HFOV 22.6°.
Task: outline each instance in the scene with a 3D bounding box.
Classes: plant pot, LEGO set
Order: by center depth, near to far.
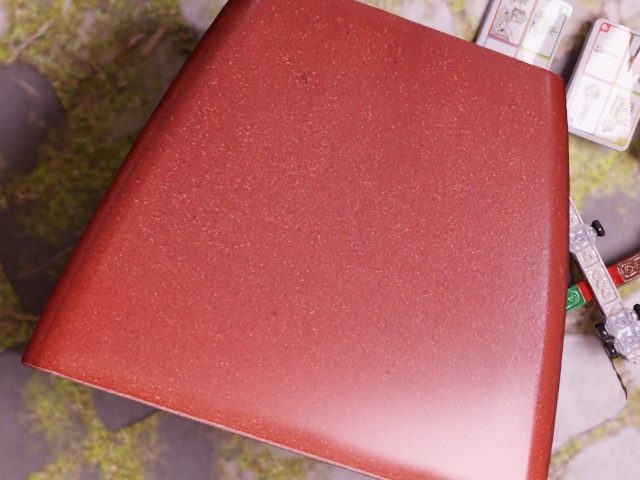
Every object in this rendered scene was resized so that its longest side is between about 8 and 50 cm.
[{"bbox_3d":[0.000,0.000,0.909,0.267,0.267,0.236,18,83,-6],"label":"plant pot"},{"bbox_3d":[0.158,-0.025,1.060,0.182,0.060,0.244,20,94,-3],"label":"LEGO set"}]
